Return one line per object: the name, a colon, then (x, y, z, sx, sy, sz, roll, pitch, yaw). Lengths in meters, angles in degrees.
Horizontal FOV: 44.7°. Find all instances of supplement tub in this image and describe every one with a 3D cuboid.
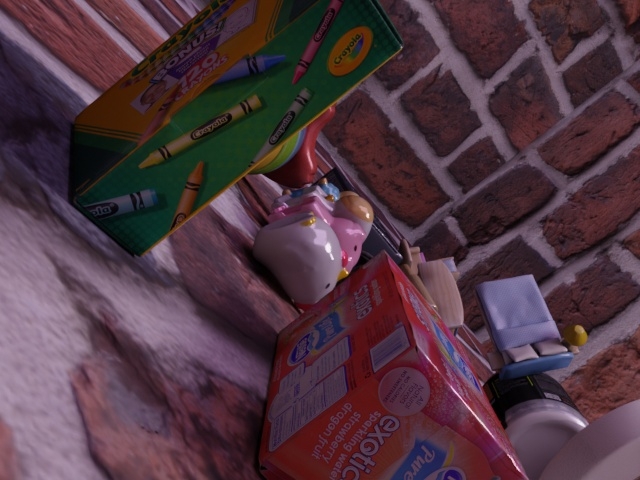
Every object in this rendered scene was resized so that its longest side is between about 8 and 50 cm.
supplement tub: (0.393, 0.354, 1.463, 0.194, 0.193, 0.316, 51, 9, -3)

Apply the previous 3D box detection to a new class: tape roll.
tape roll: (0.537, 0.419, 1.287, 0.392, 0.392, 0.072, 47, 10, -31)

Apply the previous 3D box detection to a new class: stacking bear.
stacking bear: (-0.109, -0.168, 1.130, 0.164, 0.176, 0.289, 21, 13, 15)

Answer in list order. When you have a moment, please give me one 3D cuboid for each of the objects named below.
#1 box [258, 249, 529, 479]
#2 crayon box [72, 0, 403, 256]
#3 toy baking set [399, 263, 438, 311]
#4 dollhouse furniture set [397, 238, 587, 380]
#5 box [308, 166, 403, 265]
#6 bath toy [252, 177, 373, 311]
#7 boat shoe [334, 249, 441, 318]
box: (0.052, 0.137, 0.701, 0.142, 0.154, 0.300, 51, 7, -9)
crayon box: (-0.082, -0.132, 0.665, 0.081, 0.278, 0.165, 47, 9, -33)
toy baking set: (0.149, 0.144, 1.290, 0.256, 0.030, 0.197, -113, -159, -48)
dollhouse furniture set: (0.323, 0.092, 1.465, 0.198, 0.303, 0.287, 91, -11, -55)
box: (0.055, -0.026, 1.539, 0.153, 0.108, 0.207, 47, 10, -29)
bath toy: (0.000, 0.000, 1.094, 0.348, 0.151, 0.129, -67, 141, -75)
boat shoe: (0.072, 0.096, 1.180, 0.119, 0.121, 0.335, 41, 0, -20)
